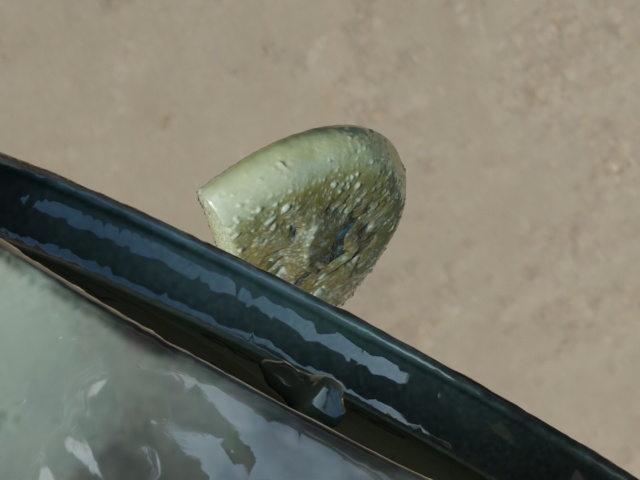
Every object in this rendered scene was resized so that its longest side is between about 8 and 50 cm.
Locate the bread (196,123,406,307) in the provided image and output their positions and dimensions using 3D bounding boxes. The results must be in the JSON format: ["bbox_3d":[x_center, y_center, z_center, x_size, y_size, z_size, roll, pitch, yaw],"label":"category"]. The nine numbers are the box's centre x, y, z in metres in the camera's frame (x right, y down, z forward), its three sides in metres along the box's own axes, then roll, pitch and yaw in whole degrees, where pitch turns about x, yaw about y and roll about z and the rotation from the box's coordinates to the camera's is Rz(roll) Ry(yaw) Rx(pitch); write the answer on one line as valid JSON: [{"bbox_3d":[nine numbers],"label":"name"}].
[{"bbox_3d":[0.003,-0.004,0.926,0.112,0.036,0.193,-36,156,-12],"label":"bread"}]

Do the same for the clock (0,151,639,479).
[{"bbox_3d":[-0.004,0.053,0.450,0.281,0.281,0.055,25,93,-43],"label":"clock"}]
